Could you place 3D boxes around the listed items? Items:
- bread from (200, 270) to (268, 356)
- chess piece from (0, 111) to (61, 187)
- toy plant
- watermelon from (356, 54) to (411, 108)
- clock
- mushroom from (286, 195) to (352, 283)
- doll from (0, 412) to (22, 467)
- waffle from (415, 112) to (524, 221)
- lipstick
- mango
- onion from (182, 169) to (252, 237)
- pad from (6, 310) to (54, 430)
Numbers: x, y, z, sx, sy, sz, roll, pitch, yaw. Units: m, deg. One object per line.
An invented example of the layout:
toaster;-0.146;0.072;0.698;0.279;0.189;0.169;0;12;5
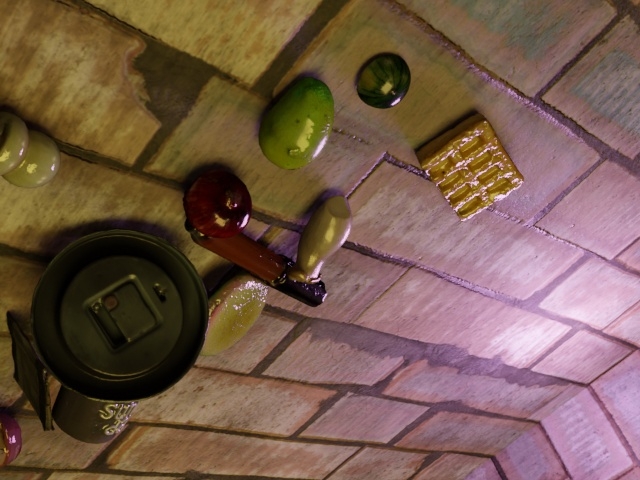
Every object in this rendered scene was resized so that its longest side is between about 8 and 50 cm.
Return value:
bread;-0.193;0.164;1.647;0.228;0.033;0.228;-40;151;-27
chess piece;-0.507;-0.156;1.136;0.133;0.133;0.243;-37;147;16
toy plant;-0.406;0.231;1.582;0.279;0.185;0.400;22;107;-33
watermelon;0.121;-0.280;1.357;0.105;0.062;0.105;-19;142;-15
clock;-0.373;0.141;1.402;0.325;0.325;0.067;-3;174;-25
mushroom;0.001;0.001;1.573;0.088;0.097;0.212;29;100;-8
doll;-0.791;0.454;1.658;0.256;0.152;0.196;4;147;-37
waffle;0.323;-0.154;1.613;0.168;0.057;0.274;-35;141;12
lipstick;-0.127;0.044;1.591;0.077;0.077;0.418;-38;138;16
mango;-0.037;-0.204;1.334;0.119;0.100;0.178;11;122;-33
onion;-0.191;-0.068;1.391;0.131;0.131;0.131;-15;141;-12
pad;-0.597;0.273;1.541;0.022;0.174;0.233;-23;145;-34
